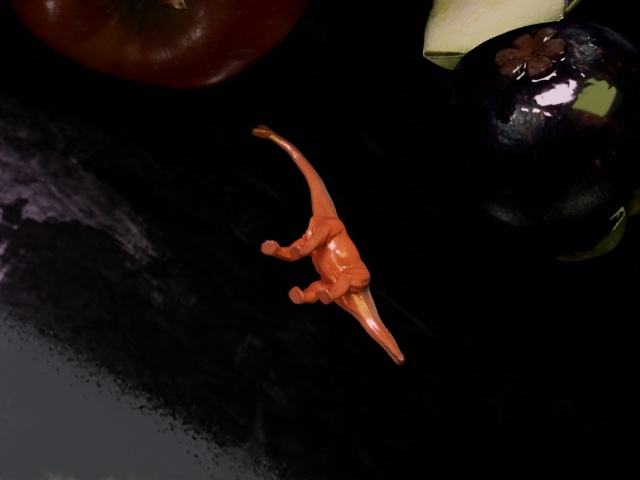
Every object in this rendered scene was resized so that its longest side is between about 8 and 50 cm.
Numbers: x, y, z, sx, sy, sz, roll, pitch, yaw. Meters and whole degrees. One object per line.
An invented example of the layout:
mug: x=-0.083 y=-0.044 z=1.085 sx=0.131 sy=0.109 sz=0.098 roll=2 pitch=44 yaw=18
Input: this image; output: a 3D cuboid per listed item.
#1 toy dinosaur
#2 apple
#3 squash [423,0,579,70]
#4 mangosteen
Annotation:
toy dinosaur: x=-0.004 y=0.003 z=1.330 sx=0.101 sy=0.055 sz=0.279 roll=-13 pitch=67 yaw=-47
apple: x=-0.143 y=-0.287 z=1.287 sx=0.288 sy=0.288 sz=0.317 roll=16 pitch=47 yaw=-22
squash: x=0.216 y=-0.252 z=1.593 sx=0.085 sy=0.184 sz=0.192 roll=56 pitch=36 yaw=-44
mangosteen: x=0.243 y=-0.103 z=1.456 sx=0.243 sy=0.243 sz=0.243 roll=16 pitch=54 yaw=-23
